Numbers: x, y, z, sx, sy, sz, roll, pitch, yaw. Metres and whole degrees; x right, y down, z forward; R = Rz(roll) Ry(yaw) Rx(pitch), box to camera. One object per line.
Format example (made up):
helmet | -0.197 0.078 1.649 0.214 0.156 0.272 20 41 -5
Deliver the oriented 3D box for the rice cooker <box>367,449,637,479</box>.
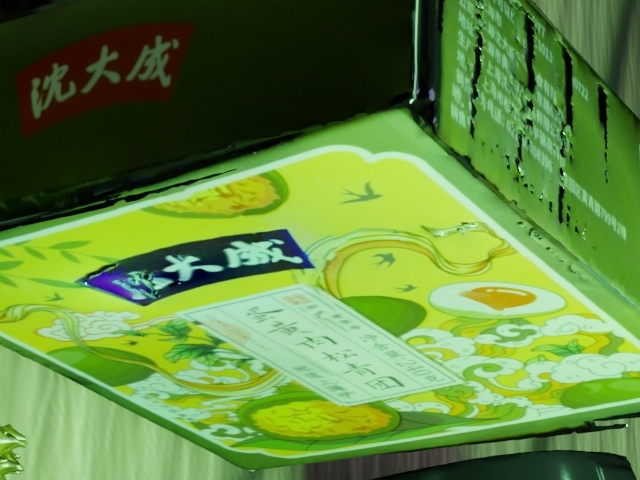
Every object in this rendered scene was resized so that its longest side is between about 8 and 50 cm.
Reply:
rice cooker | 0.136 0.273 1.305 0.267 0.267 0.224 18 61 -56

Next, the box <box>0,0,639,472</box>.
box | 0.000 0.000 1.049 0.420 0.373 0.138 36 51 -49

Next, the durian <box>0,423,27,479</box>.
durian | -0.206 0.151 0.903 0.187 0.119 0.108 -2 78 -61

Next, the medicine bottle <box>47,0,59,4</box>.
medicine bottle | -0.128 -0.266 1.174 0.375 0.123 0.282 36 48 -48
